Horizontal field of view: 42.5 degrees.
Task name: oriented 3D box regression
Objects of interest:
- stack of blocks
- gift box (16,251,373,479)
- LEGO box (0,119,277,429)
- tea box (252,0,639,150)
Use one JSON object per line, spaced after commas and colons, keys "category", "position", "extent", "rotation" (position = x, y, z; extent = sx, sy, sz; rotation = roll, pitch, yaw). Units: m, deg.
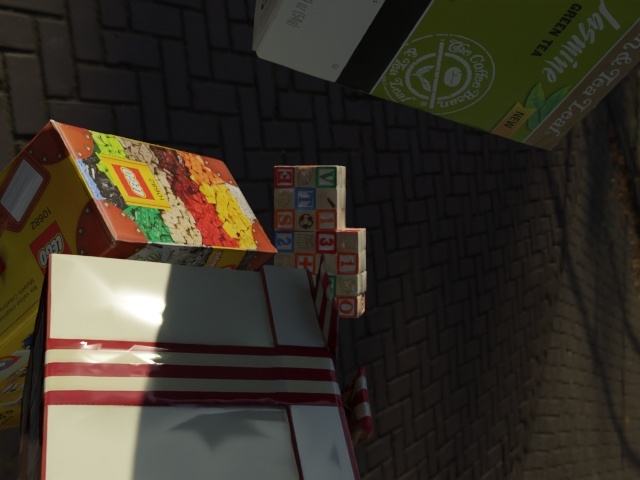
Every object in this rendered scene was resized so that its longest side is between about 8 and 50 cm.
{"category": "stack of blocks", "position": [0.000, 0.000, 1.636], "extent": [0.087, 0.171, 0.297], "rotation": [-13, 104, -77]}
{"category": "gift box", "position": [-0.110, 0.148, 0.691], "extent": [0.258, 0.255, 0.276], "rotation": [7, 50, -22]}
{"category": "LEGO box", "position": [-0.374, 0.077, 1.210], "extent": [0.193, 0.500, 0.372], "rotation": [59, 22, 18]}
{"category": "tea box", "position": [0.149, -0.293, 0.706], "extent": [0.324, 0.329, 0.219], "rotation": [13, 53, -18]}
